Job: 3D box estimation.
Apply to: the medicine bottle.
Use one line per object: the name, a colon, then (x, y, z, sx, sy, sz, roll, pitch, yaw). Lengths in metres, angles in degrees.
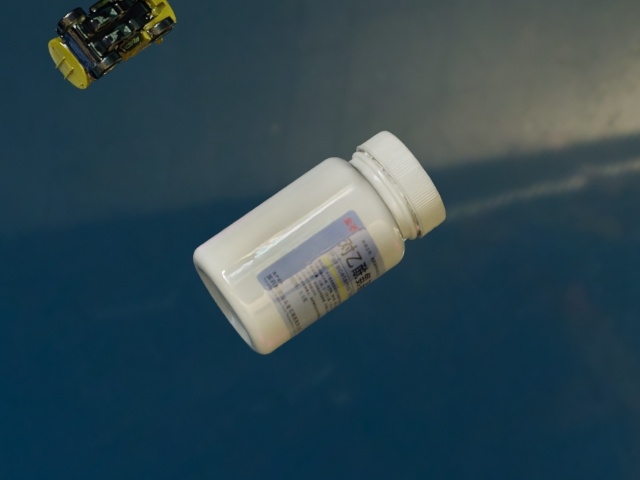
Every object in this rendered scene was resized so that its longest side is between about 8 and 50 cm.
medicine bottle: (0.000, 0.000, 1.508, 0.187, 0.103, 0.103, -34, -38, -10)

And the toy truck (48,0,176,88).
toy truck: (-0.141, -0.143, 1.296, 0.083, 0.049, 0.054, -39, 2, -33)
